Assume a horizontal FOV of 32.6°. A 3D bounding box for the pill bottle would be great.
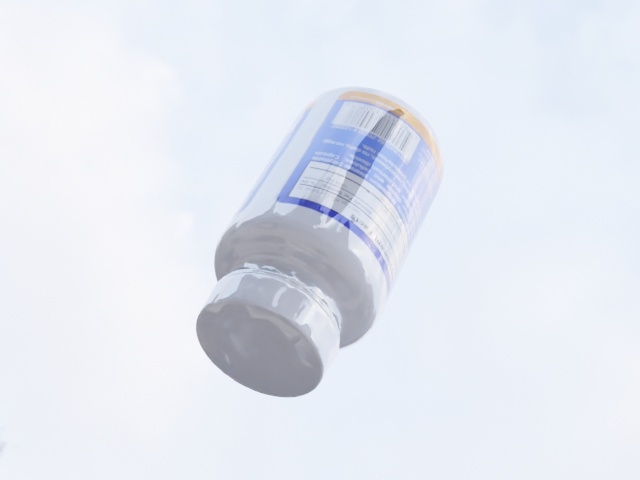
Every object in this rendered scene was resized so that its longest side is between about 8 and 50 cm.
[{"bbox_3d":[0.000,0.000,0.949,0.152,0.272,0.152,16,-43,15],"label":"pill bottle"}]
